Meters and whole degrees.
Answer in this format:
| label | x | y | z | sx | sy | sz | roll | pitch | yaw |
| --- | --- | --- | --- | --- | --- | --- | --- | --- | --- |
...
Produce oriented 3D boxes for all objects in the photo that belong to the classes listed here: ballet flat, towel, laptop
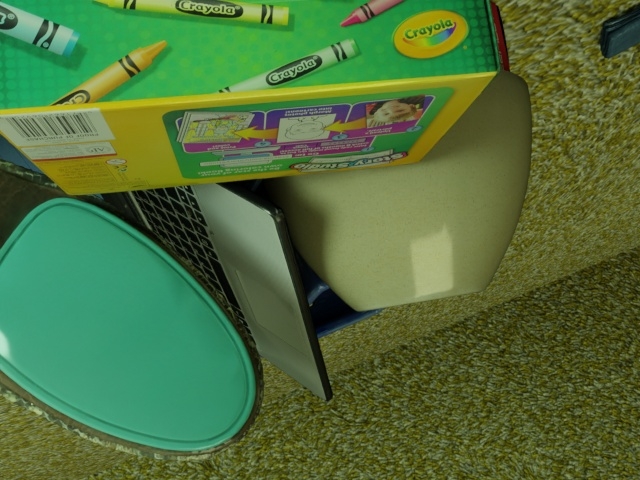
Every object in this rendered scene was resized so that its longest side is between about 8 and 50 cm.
| label | x | y | z | sx | sy | sz | roll | pitch | yaw |
| --- | --- | --- | --- | --- | --- | --- | --- | --- | --- |
| ballet flat | -0.267 | 0.014 | 0.505 | 0.483 | 0.164 | 0.182 | 33 | 159 | -14 |
| towel | 0.458 | -0.309 | 0.913 | 0.120 | 0.029 | 0.067 | -27 | 157 | 6 |
| laptop | -0.232 | 0.072 | 0.696 | 0.236 | 0.408 | 0.381 | -48 | 151 | -23 |

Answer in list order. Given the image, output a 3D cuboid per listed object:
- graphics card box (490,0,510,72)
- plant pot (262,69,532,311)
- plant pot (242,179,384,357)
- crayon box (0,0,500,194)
| label | x | y | z | sx | sy | sz | roll | pitch | yaw |
| --- | --- | --- | --- | --- | --- | --- | --- | --- | --- |
| graphics card box | -0.025 | -0.169 | 0.574 | 0.233 | 0.094 | 0.371 | -16 | 168 | 43 |
| plant pot | 0.085 | -0.031 | 0.657 | 0.284 | 0.190 | 0.284 | -9 | 174 | -1 |
| plant pot | 0.000 | 0.000 | 0.895 | 0.236 | 0.212 | 0.236 | -17 | 159 | -34 |
| crayon box | -0.049 | -0.099 | 0.420 | 0.279 | 0.081 | 0.165 | -7 | 171 | -8 |
